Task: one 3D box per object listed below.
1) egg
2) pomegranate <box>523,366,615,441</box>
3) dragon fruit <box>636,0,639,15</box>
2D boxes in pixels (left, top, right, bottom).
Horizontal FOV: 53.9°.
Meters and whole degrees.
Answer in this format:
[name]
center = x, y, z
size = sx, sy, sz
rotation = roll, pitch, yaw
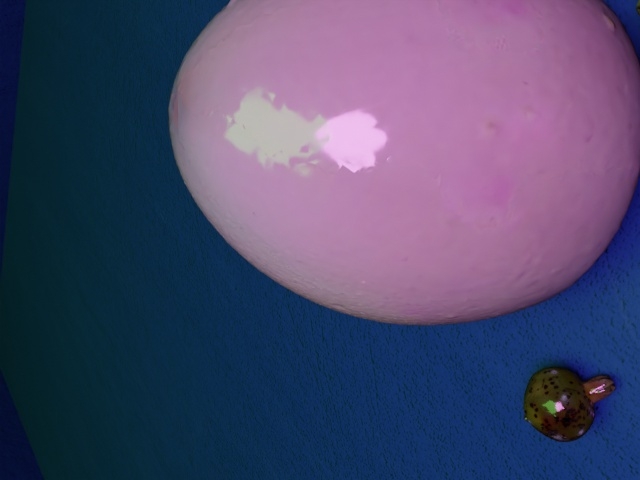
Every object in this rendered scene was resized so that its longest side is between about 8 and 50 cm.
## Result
[egg]
center = 0.039, -0.099, 0.565
size = 0.354, 0.339, 0.355
rotation = -8, 81, 61
[pomegranate]
center = 0.246, 0.164, 0.624
size = 0.084, 0.073, 0.073
rotation = 0, 95, 34
[dragon fruit]
center = 0.305, -0.134, 0.459
size = 0.135, 0.137, 0.236
rotation = 5, 104, 12
